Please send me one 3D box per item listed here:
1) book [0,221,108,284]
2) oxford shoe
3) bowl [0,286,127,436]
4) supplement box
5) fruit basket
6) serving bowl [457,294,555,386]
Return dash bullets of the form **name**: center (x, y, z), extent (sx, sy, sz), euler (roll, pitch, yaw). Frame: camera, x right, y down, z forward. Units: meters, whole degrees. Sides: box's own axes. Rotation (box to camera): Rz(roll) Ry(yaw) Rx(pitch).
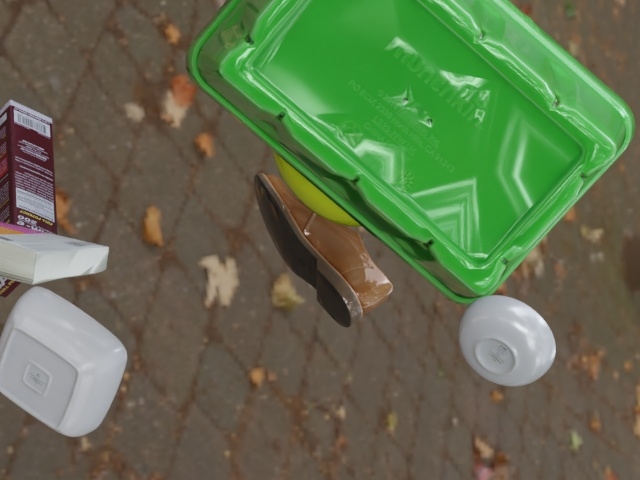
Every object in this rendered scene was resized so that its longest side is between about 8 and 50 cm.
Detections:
- **book**: center (-0.245, 0.001, 0.948), extent (0.096, 0.144, 0.035), euler (-8, 109, -67)
- **oxford shoe**: center (0.000, 0.000, 1.384), extent (0.212, 0.076, 0.076), euler (51, -24, 25)
- **bowl**: center (-0.287, 0.135, 1.349), extent (0.053, 0.142, 0.142), euler (-38, 158, -57)
- **supplement box**: center (-0.421, -0.058, 1.717), extent (0.073, 0.130, 0.239), euler (26, 38, -37)
- **fruit basket**: center (0.070, -0.123, 1.184), extent (0.392, 0.283, 0.392), euler (40, 9, -8)
- **serving bowl**: center (0.147, 0.086, 1.032), extent (0.027, 0.083, 0.083), euler (-46, 122, -47)
